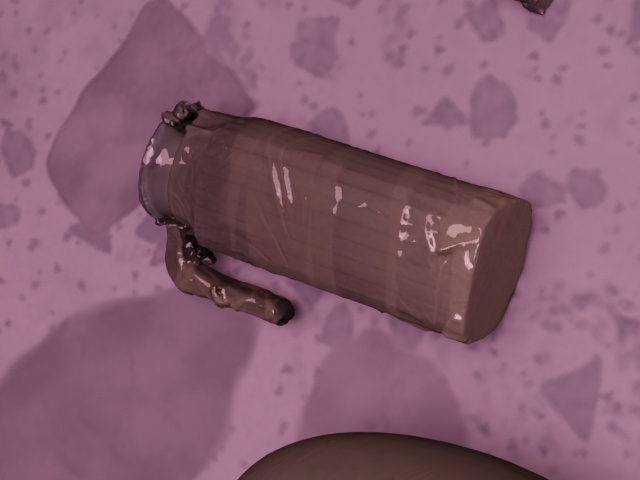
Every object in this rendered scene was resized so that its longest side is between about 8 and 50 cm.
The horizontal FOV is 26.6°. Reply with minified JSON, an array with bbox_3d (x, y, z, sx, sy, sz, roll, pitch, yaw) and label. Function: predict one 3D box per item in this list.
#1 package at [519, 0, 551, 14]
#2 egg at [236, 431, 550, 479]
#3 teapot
[{"bbox_3d":[0.102,-0.225,0.667,0.173,0.171,0.027,-52,22,8],"label":"package"},{"bbox_3d":[0.055,0.198,0.574,0.218,0.218,0.295,-49,56,9],"label":"egg"},{"bbox_3d":[0.000,0.000,0.710,0.200,0.077,0.107,20,109,24],"label":"teapot"}]
